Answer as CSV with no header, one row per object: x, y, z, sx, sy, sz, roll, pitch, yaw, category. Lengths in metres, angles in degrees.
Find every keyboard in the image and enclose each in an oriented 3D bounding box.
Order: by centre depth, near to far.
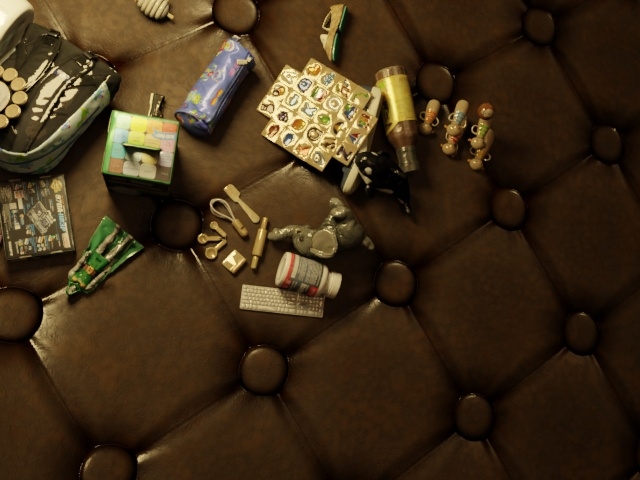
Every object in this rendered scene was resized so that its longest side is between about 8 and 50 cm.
-0.113,0.184,1.872,0.256,0.014,0.072,8,80,-14,keyboard

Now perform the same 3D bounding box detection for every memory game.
-0.816,-0.352,1.540,0.186,0.012,0.186,-1,73,4,memory game

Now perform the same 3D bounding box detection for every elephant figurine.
0.000,0.000,1.875,0.239,0.186,0.169,-39,135,-7,elephant figurine

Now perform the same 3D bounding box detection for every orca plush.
0.223,-0.175,1.907,0.151,0.102,0.287,-52,127,-20,orca plush

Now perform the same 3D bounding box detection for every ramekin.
-0.877,-0.550,1.629,0.135,0.277,0.277,32,75,-17,ramekin

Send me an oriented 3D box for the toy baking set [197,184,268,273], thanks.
-0.253,-0.033,1.853,0.196,0.030,0.256,20,77,-12,toy baking set

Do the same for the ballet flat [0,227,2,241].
-0.957,-0.039,1.639,0.221,0.077,0.079,17,60,-18,ballet flat

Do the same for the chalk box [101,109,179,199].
-0.483,-0.234,1.681,0.180,0.289,0.179,9,80,-15,chalk box

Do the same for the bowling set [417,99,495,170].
0.470,-0.363,2.025,0.287,0.200,0.154,24,78,-7,bowling set

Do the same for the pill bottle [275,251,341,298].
-0.034,0.110,1.855,0.180,0.108,0.108,18,78,-12,pill bottle

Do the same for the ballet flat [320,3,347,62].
0.037,-0.673,2.018,0.067,0.073,0.206,10,75,13,ballet flat

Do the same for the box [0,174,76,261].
-0.776,-0.062,1.698,0.175,0.051,0.220,-10,85,-17,box

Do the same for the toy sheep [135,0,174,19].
-0.496,-0.707,1.854,0.132,0.091,0.091,29,76,-16,toy sheep

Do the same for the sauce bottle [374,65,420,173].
0.257,-0.386,2.006,0.111,0.111,0.344,-9,83,-17,sauce bottle

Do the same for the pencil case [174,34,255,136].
-0.305,-0.456,1.848,0.119,0.133,0.306,43,71,-41,pencil case

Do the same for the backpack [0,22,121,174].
-0.754,-0.348,1.657,0.290,0.273,0.356,29,56,-8,backpack

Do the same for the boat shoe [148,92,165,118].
-0.484,-0.370,1.826,0.042,0.049,0.133,6,76,-7,boat shoe

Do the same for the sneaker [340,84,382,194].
0.087,-0.322,1.956,0.148,0.131,0.350,14,84,9,sneaker

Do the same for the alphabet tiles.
-0.012,-0.387,1.907,0.342,0.011,0.285,33,89,10,alphabet tiles

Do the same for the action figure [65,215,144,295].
-0.620,0.062,1.723,0.137,0.063,0.232,41,77,-10,action figure
